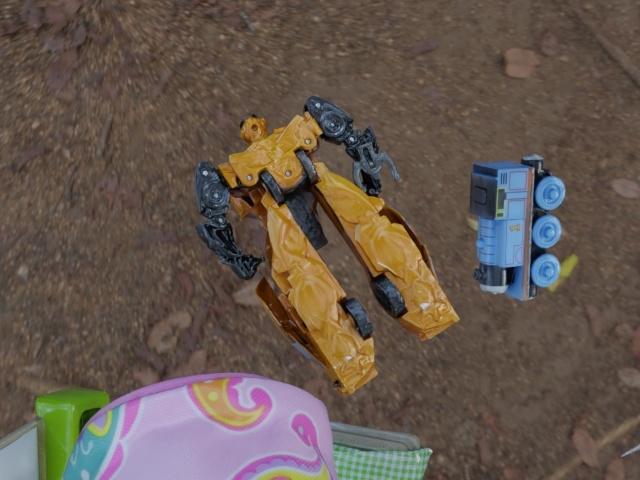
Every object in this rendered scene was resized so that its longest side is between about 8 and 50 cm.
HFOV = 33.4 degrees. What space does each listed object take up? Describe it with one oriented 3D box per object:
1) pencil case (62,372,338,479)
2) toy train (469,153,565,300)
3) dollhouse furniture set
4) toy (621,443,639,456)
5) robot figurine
[{"bbox_3d":[-0.025,0.191,0.380,0.124,0.284,0.124,-10,146,-7],"label":"pencil case"},{"bbox_3d":[0.238,-0.014,1.314,0.105,0.080,0.184,-4,104,-20],"label":"toy train"},{"bbox_3d":[-0.089,0.230,0.759,0.302,0.151,0.197,6,103,20],"label":"dollhouse furniture set"},{"bbox_3d":[0.314,0.101,0.666,0.237,0.056,0.137,-8,150,-40],"label":"toy"},{"bbox_3d":[0.000,0.000,1.088,0.211,0.085,0.291,-32,86,-14],"label":"robot figurine"}]
